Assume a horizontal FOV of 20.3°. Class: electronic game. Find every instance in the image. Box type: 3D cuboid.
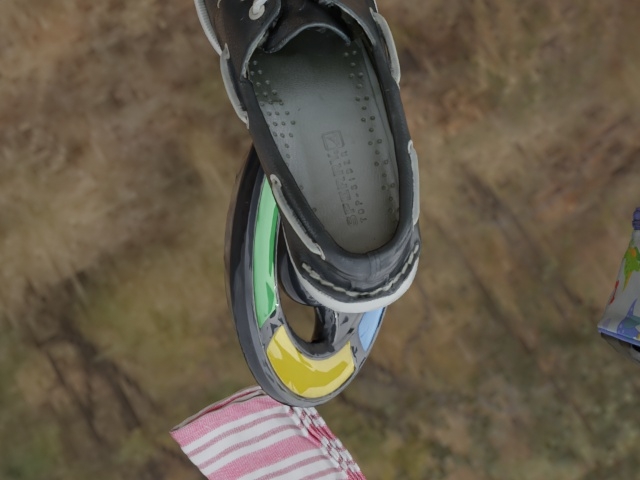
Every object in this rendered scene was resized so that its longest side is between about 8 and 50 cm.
[{"bbox_3d":[0.000,0.000,1.221,0.048,0.229,0.229,6,177,27],"label":"electronic game"}]

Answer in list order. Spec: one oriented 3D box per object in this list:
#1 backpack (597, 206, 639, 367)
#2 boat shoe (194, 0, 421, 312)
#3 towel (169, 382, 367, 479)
[{"bbox_3d":[0.155,0.021,0.583,0.114,0.084,0.105,18,179,-24],"label":"backpack"},{"bbox_3d":[-0.004,-0.109,1.073,0.114,0.303,0.091,-20,165,-7],"label":"boat shoe"},{"bbox_3d":[-0.029,0.218,1.570,0.144,0.197,0.029,-29,-167,38],"label":"towel"}]
